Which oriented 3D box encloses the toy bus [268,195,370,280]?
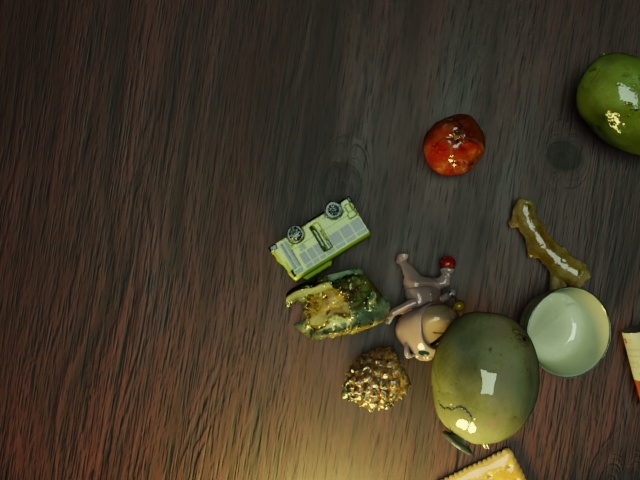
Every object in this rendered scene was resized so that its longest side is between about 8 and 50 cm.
[{"bbox_3d":[0.000,0.000,1.810,0.262,0.128,0.150,-32,88,3],"label":"toy bus"}]

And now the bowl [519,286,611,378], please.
[{"bbox_3d":[0.628,0.233,1.751,0.237,0.126,0.238,0,92,-10],"label":"bowl"}]

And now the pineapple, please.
[{"bbox_3d":[0.143,0.382,1.787,0.193,0.166,0.166,-27,88,7],"label":"pineapple"}]

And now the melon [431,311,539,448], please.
[{"bbox_3d":[0.407,0.344,1.635,0.268,0.268,0.331,5,80,4],"label":"melon"}]

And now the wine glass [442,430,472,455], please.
[{"bbox_3d":[0.526,0.473,1.796,0.264,0.096,0.310,35,92,-2],"label":"wine glass"}]

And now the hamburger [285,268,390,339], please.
[{"bbox_3d":[0.056,0.168,1.777,0.192,0.288,0.168,-11,83,-40],"label":"hamburger"}]

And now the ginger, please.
[{"bbox_3d":[0.614,0.012,1.796,0.118,0.065,0.299,-33,88,17],"label":"ginger"}]

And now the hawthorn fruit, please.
[{"bbox_3d":[0.362,-0.255,1.763,0.173,0.179,0.174,6,76,-24],"label":"hawthorn fruit"}]

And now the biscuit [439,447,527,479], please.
[{"bbox_3d":[0.447,0.693,1.825,0.249,0.030,0.160,-27,88,4],"label":"biscuit"}]

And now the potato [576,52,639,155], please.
[{"bbox_3d":[0.805,-0.348,1.715,0.304,0.216,0.216,35,92,-7],"label":"potato"}]

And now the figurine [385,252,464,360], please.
[{"bbox_3d":[0.286,0.175,1.772,0.176,0.186,0.288,17,71,-37],"label":"figurine"}]

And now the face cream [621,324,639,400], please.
[{"bbox_3d":[0.878,0.337,1.761,0.095,0.096,0.214,-14,89,4],"label":"face cream"}]
